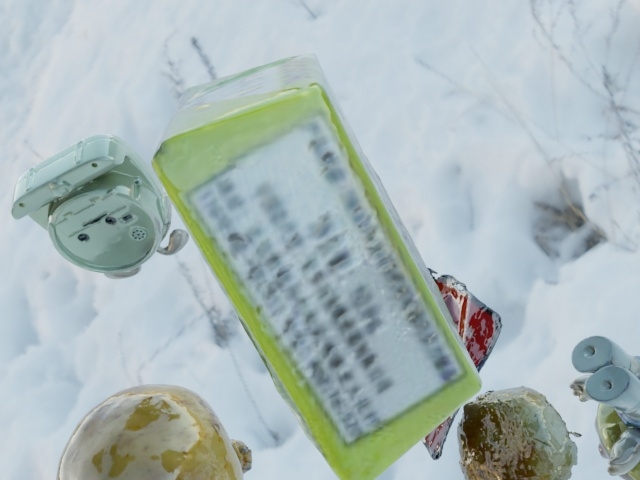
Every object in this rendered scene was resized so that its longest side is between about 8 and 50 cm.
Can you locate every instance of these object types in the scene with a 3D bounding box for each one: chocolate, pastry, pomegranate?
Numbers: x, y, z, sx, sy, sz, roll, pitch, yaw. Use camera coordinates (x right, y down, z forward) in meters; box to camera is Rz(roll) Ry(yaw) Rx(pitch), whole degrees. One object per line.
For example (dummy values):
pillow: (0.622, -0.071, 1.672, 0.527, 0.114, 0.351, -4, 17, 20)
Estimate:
chocolate: (0.000, 0.000, 0.882, 0.137, 0.301, 0.289, -29, 15, 6)
pastry: (0.224, 0.244, 1.259, 0.153, 0.081, 0.153, 10, 106, 36)
pomegranate: (-0.191, 0.293, 1.281, 0.248, 0.248, 0.248, -26, 41, 25)

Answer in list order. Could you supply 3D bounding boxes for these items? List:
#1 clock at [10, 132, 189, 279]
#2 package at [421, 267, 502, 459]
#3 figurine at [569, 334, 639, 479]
clock: (-0.246, -0.026, 1.251, 0.151, 0.191, 0.062, -27, 39, 16)
package: (0.117, 0.122, 1.341, 0.269, 0.071, 0.194, 36, 118, 50)
figurine: (0.465, 0.250, 1.471, 0.205, 0.382, 0.225, -34, 62, 13)
